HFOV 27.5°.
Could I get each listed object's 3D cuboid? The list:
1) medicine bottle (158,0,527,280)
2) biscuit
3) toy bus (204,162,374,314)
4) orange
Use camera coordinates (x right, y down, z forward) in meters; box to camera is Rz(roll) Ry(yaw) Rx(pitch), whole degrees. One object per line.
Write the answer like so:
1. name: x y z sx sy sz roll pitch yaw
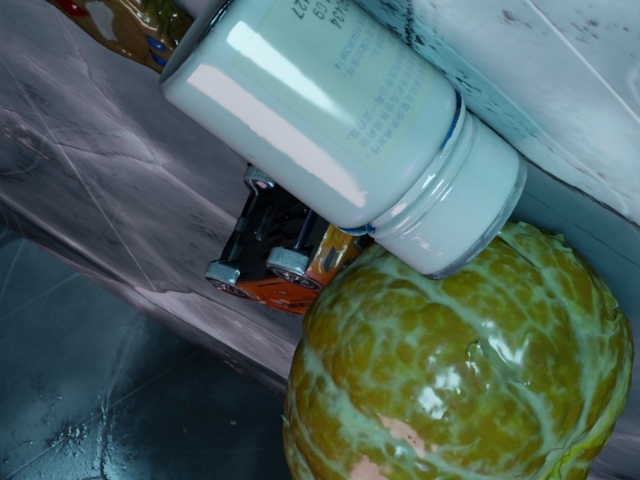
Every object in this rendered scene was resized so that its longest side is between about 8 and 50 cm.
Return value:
1. medicine bottle: 0.020 -0.090 0.969 0.258 0.143 0.143 37 165 -15
2. biscuit: -0.169 -0.200 1.198 0.320 0.047 0.183 36 168 -18
3. toy bus: 0.000 0.000 1.322 0.153 0.143 0.329 26 166 -16
4. orange: 0.116 0.132 1.140 0.249 0.329 0.329 46 175 35
